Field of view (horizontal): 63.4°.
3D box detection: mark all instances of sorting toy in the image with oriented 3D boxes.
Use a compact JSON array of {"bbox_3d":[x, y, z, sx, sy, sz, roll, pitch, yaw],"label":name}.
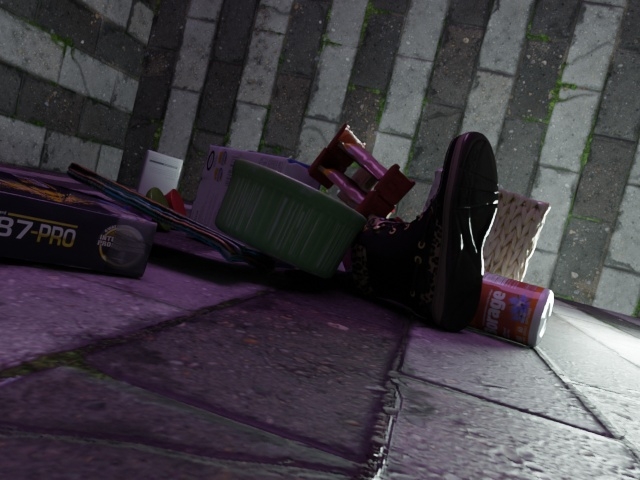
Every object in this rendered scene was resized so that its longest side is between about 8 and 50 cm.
[{"bbox_3d":[-0.494,-0.075,1.466,0.126,0.127,0.365,-15,4,4],"label":"sorting toy"}]

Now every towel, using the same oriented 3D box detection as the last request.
[{"bbox_3d":[-0.278,-0.034,1.026,0.370,0.040,0.271,25,-5,12],"label":"towel"}]

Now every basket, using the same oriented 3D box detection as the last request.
[{"bbox_3d":[0.376,0.024,1.304,0.267,0.331,0.328,21,5,17],"label":"basket"}]

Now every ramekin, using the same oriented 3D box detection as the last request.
[{"bbox_3d":[-0.070,-0.039,1.085,0.304,0.148,0.303,25,-1,0],"label":"ramekin"}]

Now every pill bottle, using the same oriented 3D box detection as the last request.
[{"bbox_3d":[0.351,0.130,1.068,0.216,0.121,0.121,15,3,32],"label":"pill bottle"}]

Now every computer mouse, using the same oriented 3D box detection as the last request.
[{"bbox_3d":[0.026,0.082,1.207,0.242,0.041,0.071,11,5,-35],"label":"computer mouse"}]

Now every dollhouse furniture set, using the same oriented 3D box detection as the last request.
[{"bbox_3d":[0.152,-0.119,1.342,0.201,0.152,0.374,46,9,32],"label":"dollhouse furniture set"}]

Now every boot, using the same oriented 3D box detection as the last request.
[{"bbox_3d":[0.202,-0.027,1.064,0.138,0.377,0.284,2,5,-36],"label":"boot"}]

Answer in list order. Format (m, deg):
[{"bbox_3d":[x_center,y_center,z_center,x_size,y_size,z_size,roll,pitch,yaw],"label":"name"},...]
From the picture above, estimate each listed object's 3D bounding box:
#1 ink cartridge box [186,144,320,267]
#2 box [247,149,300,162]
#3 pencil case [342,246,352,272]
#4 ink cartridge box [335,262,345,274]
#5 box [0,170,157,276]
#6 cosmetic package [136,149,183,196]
[{"bbox_3d":[-0.207,-0.105,1.410,0.396,0.269,0.151,17,1,40],"label":"ink cartridge box"},{"bbox_3d":[-0.141,-0.114,1.682,0.177,0.289,0.279,16,4,15],"label":"box"},{"bbox_3d":[0.148,0.033,1.562,0.160,0.167,0.386,-5,-4,23],"label":"pencil case"},{"bbox_3d":[0.000,0.000,1.306,0.045,0.179,0.145,-25,-14,13],"label":"ink cartridge box"},{"bbox_3d":[-0.479,-0.049,0.818,0.318,0.097,0.395,17,1,-36],"label":"box"},{"bbox_3d":[-0.636,-0.223,2.017,0.138,0.224,0.224,15,3,-21],"label":"cosmetic package"}]
